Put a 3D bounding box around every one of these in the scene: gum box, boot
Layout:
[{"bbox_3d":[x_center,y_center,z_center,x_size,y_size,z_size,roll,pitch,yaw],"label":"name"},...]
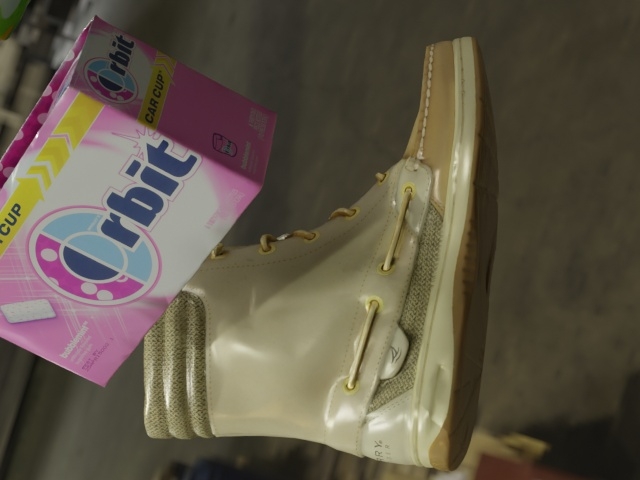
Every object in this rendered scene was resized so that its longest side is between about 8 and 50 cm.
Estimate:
[{"bbox_3d":[-0.117,-0.012,0.965,0.188,0.107,0.062,-50,20,38],"label":"gum box"},{"bbox_3d":[0.000,0.000,1.108,0.095,0.203,0.262,45,-130,-70],"label":"boot"}]

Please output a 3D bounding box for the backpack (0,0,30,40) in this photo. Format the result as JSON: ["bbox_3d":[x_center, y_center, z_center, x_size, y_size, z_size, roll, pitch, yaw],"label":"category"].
[{"bbox_3d":[-0.217,-0.213,0.645,0.290,0.356,0.273,38,103,50],"label":"backpack"}]
